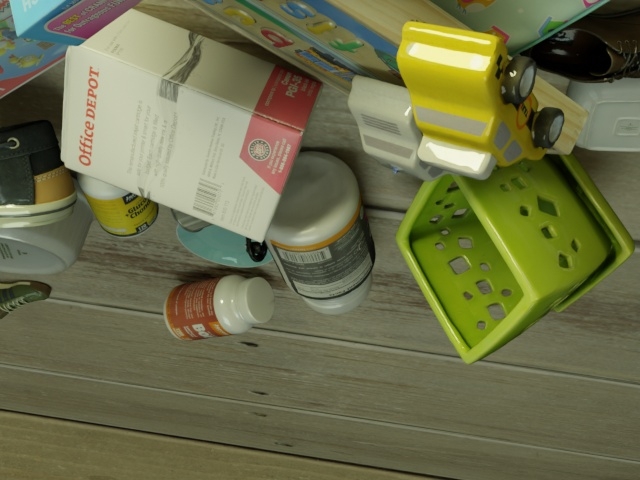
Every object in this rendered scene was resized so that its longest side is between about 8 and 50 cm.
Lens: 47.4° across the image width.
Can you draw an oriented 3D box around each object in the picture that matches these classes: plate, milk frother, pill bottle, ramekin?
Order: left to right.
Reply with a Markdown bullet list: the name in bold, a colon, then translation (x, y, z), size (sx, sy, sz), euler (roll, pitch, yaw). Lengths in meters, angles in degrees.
- **ramekin**: translation (-0.525, -0.031, 1.240), size (0.273, 0.127, 0.273), euler (3, 160, 1)
- **pill bottle**: translation (-0.321, -0.089, 1.147), size (0.103, 0.103, 0.184), euler (7, 151, 5)
- **pill bottle**: translation (-0.204, 0.135, 1.478), size (0.216, 0.121, 0.121), euler (-12, 144, 33)
- **milk frother**: translation (-0.153, -0.033, 1.158), size (0.135, 0.143, 0.129), euler (-16, 146, 37)
- **plate**: translation (-0.168, -0.006, 1.327), size (0.188, 0.024, 0.188), euler (8, 150, 5)
- **pill bottle**: translation (0.000, 0.000, 1.151), size (0.162, 0.162, 0.278), euler (2, 150, 14)

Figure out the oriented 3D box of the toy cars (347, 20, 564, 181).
- **toy cars**: translation (0.108, -0.100, 0.700), size (0.176, 0.087, 0.394), euler (25, 178, -8)

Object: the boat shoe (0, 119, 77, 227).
- **boat shoe**: translation (-0.600, -0.111, 1.026), size (0.500, 0.187, 0.156), euler (2, 110, 0)

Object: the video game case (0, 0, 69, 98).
- **video game case**: translation (-0.380, -0.226, 0.785), size (0.204, 0.025, 0.285), euler (-29, 174, 6)

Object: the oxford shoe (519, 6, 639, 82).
- **oxford shoe**: translation (0.321, -0.197, 0.774), size (0.227, 0.096, 0.082), euler (2, 131, 6)

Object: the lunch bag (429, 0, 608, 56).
- **lunch bag**: translation (0.148, -0.297, 0.651), size (0.279, 0.108, 0.224), euler (28, 144, -29)

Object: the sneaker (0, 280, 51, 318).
- **sneaker**: translation (-0.716, 0.143, 1.678), size (0.192, 0.086, 0.064), euler (0, 149, 15)

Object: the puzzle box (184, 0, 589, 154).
- **puzzle box**: translation (0.042, -0.205, 0.765), size (0.409, 0.052, 0.272), euler (25, 179, -25)

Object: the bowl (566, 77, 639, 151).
- **bowl**: translation (0.371, -0.156, 0.883), size (0.142, 0.053, 0.142), euler (4, 149, 12)

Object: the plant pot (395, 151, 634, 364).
- **plant pot**: translation (0.263, 0.002, 0.990), size (0.207, 0.228, 0.227), euler (-19, 157, -22)

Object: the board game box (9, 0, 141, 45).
- **board game box**: translation (-0.150, -0.325, 0.564), size (0.317, 0.242, 0.064), euler (-17, 175, 37)

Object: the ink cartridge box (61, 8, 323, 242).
- **ink cartridge box**: translation (-0.166, -0.146, 0.923), size (0.283, 0.117, 0.207), euler (21, 136, -4)
